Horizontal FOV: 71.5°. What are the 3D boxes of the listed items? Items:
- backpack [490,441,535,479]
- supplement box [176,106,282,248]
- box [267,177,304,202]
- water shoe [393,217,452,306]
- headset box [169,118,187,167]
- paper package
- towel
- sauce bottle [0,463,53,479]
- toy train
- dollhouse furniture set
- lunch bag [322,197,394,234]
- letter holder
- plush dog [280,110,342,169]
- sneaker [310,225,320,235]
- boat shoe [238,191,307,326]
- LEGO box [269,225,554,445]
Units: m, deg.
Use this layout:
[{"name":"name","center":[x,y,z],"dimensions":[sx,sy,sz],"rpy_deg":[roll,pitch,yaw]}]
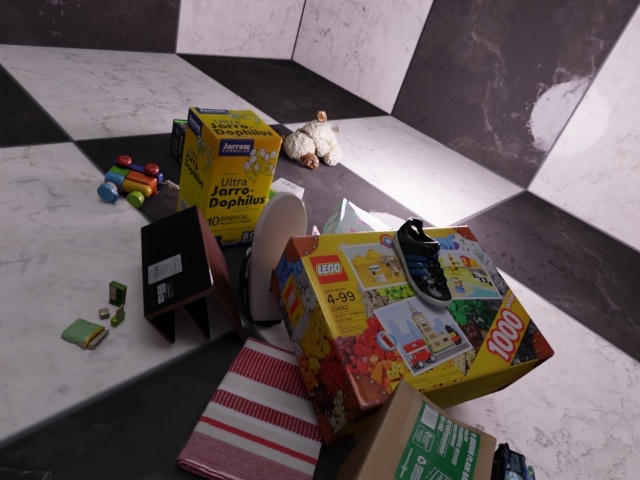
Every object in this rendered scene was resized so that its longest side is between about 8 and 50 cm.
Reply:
[{"name":"backpack","center":[0.364,0.479,0.865],"dimensions":[0.084,0.105,0.114],"rpy_deg":[24,38,10]},{"name":"supplement box","center":[-0.271,-0.171,1.268],"dimensions":[0.194,0.357,0.195],"rpy_deg":[-10,42,-36]},{"name":"box","center":[-0.130,-0.150,1.558],"dimensions":[0.101,0.087,0.102],"rpy_deg":[28,34,13]},{"name":"water shoe","center":[0.215,0.041,0.918],"dimensions":[0.072,0.080,0.203],"rpy_deg":[-6,53,-30]},{"name":"headset box","center":[-0.399,-0.337,1.658],"dimensions":[0.246,0.131,0.283],"rpy_deg":[-7,40,-35]},{"name":"paper package","center":[0.081,0.421,0.614],"dimensions":[0.168,0.310,0.325],"rpy_deg":[31,34,12]},{"name":"towel","center":[-0.101,0.345,0.892],"dimensions":[0.236,0.037,0.329],"rpy_deg":[19,31,4]},{"name":"sauce bottle","center":[-0.563,0.330,0.610],"dimensions":[0.343,0.112,0.111],"rpy_deg":[15,33,-10]},{"name":"toy train","center":[-0.534,-0.155,1.357],"dimensions":[0.247,0.105,0.144],"rpy_deg":[17,43,-3]},{"name":"dollhouse furniture set","center":[-0.474,0.156,0.954],"dimensions":[0.076,0.059,0.152],"rpy_deg":[21,32,4]},{"name":"lunch bag","center":[0.114,0.026,1.325],"dimensions":[0.223,0.160,0.262],"rpy_deg":[29,29,-10]},{"name":"letter holder","center":[-0.305,0.102,1.066],"dimensions":[0.151,0.215,0.302],"rpy_deg":[-23,43,-4]},{"name":"plush dog","center":[-0.054,-0.431,1.950],"dimensions":[0.262,0.211,0.225],"rpy_deg":[35,59,23]},{"name":"sneaker","center":[0.000,0.000,1.445],"dimensions":[0.066,0.042,0.119],"rpy_deg":[10,41,-7]},{"name":"boat shoe","center":[-0.135,0.028,1.079],"dimensions":[0.127,0.341,0.158],"rpy_deg":[1,23,-31]},{"name":"LEGO box","center":[0.190,0.173,0.984],"dimensions":[0.499,0.193,0.373],"rpy_deg":[-4,52,-29]}]
